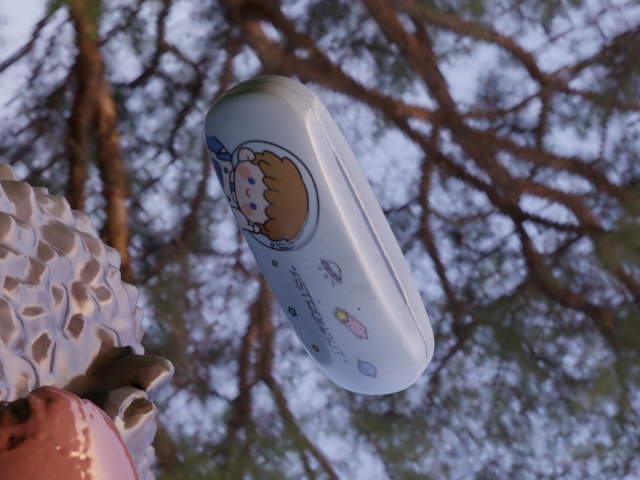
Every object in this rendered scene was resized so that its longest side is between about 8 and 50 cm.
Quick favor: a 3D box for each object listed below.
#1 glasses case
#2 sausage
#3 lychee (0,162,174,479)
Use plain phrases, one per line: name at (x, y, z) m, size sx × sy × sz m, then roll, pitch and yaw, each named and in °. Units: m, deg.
glasses case at (0.000, 0.000, 0.783) m, size 0.067 × 0.178 × 0.045 m, roll -11°, pitch -156°, yaw 39°
sausage at (-0.077, 0.123, 0.499) m, size 0.062 × 0.154 × 0.062 m, roll -15°, pitch 178°, yaw 0°
lychee at (-0.279, 0.130, 0.940) m, size 0.432 × 0.380 × 0.380 m, roll -13°, pitch -143°, yaw 24°
